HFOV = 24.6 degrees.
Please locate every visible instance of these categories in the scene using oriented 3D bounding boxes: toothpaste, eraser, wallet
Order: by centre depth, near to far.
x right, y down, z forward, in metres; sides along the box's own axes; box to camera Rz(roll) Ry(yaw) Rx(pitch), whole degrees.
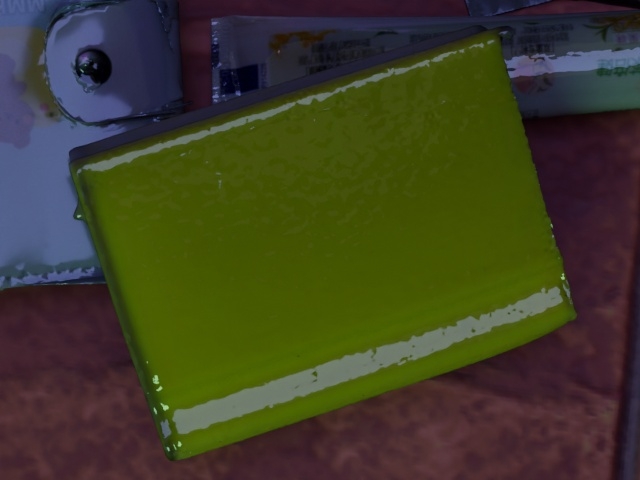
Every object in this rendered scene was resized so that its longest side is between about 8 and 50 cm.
[{"bbox_3d":[0.000,0.000,0.722,0.226,0.069,0.158,-17,105,-5],"label":"eraser"},{"bbox_3d":[-0.154,-0.087,0.768,0.170,0.069,0.231,-7,90,-9],"label":"wallet"},{"bbox_3d":[0.098,-0.090,0.771,0.314,0.056,0.058,-3,35,5],"label":"toothpaste"}]

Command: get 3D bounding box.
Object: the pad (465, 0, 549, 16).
[{"bbox_3d":[0.120,-0.225,0.817,0.127,0.004,0.190,-14,81,-1],"label":"pad"}]
